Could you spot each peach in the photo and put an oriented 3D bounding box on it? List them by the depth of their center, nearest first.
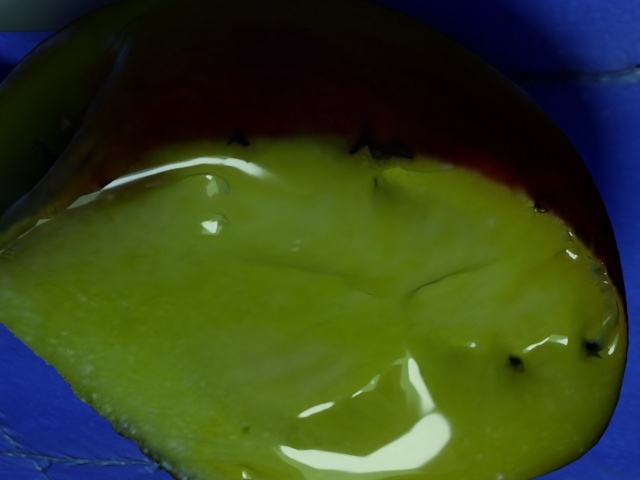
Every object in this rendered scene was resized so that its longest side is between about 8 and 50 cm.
[{"bbox_3d":[0.000,0.000,0.926,0.306,0.242,0.380,-32,126,19],"label":"peach"}]

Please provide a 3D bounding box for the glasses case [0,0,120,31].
[{"bbox_3d":[-0.169,-0.160,0.939,0.204,0.051,0.081,2,147,22],"label":"glasses case"}]
